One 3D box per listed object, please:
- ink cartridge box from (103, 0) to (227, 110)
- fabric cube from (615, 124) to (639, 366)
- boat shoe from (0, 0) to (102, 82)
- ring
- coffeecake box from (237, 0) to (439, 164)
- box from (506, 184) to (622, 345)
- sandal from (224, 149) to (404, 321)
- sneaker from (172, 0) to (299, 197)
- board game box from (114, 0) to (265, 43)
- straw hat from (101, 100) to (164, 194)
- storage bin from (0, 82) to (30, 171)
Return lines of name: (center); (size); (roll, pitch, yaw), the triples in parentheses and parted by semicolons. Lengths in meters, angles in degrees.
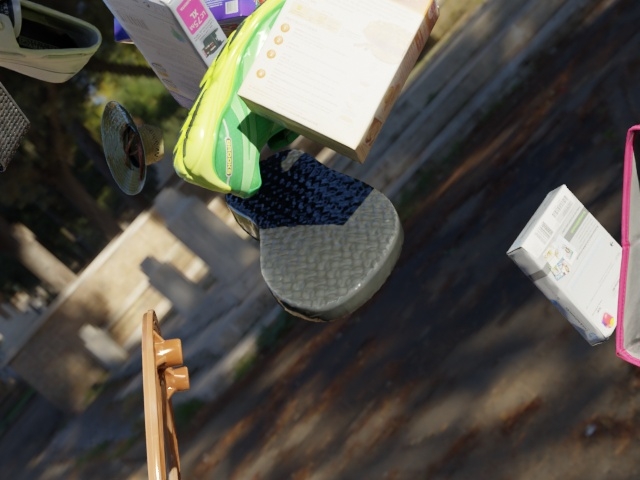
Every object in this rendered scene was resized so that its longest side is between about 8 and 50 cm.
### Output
ink cartridge box: (-0.202, -0.285, 1.659); (0.065, 0.185, 0.311); (-51, -37, -17)
fabric cube: (0.475, 0.003, 1.091); (0.258, 0.259, 0.254); (-18, 25, -34)
boat shoe: (-0.371, -0.249, 1.266); (0.258, 0.095, 0.084); (2, -22, -46)
ring: (-0.111, 0.222, 0.892); (0.032, 0.337, 0.336); (-7, 2, -6)
coffeecake box: (0.021, -0.198, 1.180); (0.185, 0.142, 0.068); (-62, -13, -4)
box: (0.370, 0.034, 1.598); (0.145, 0.186, 0.038); (-50, 9, -34)
sandal: (0.002, -0.002, 1.343); (0.167, 0.107, 0.446); (-31, 24, -2)
sneaker: (-0.073, -0.167, 1.291); (0.109, 0.123, 0.296); (-33, 30, 55)
board game box: (-0.174, -0.406, 2.001); (0.347, 0.078, 0.233); (0, 2, 43)
straw hat: (-0.252, -0.134, 1.570); (0.061, 0.144, 0.144); (-17, -12, -30)
storage bin: (-0.507, -0.186, 1.568); (0.180, 0.122, 0.084); (69, -140, -59)
